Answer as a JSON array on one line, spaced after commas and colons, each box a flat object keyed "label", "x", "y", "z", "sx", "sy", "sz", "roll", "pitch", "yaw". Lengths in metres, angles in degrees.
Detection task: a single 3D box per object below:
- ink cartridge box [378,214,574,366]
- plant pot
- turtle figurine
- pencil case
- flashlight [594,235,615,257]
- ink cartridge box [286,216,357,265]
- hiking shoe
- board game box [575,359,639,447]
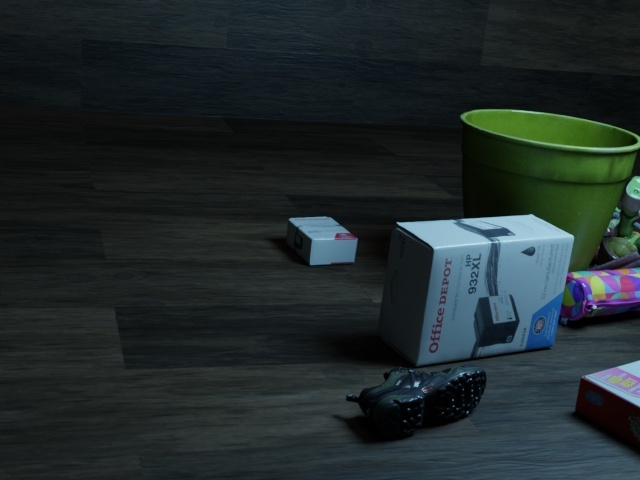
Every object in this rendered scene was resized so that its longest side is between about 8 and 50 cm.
[{"label": "ink cartridge box", "x": 0.276, "y": 0.084, "z": 1.657, "sx": 0.308, "sy": 0.223, "sz": 0.129, "roll": -4, "pitch": 22, "yaw": -27}, {"label": "plant pot", "x": 0.453, "y": -0.066, "z": 1.957, "sx": 0.367, "sy": 0.352, "sz": 0.366, "roll": 5, "pitch": 18, "yaw": -2}, {"label": "turtle figurine", "x": 0.703, "y": -0.018, "z": 2.006, "sx": 0.275, "sy": 0.266, "sz": 0.197, "roll": -2, "pitch": 54, "yaw": -6}, {"label": "pencil case", "x": 0.571, "y": 0.108, "z": 1.869, "sx": 0.236, "sy": 0.104, "sz": 0.104, "roll": -5, "pitch": 21, "yaw": -33}, {"label": "flashlight", "x": 0.598, "y": 0.014, "z": 2.182, "sx": 0.304, "sy": 0.103, "sz": 0.103, "roll": 11, "pitch": -11, "yaw": 2}, {"label": "ink cartridge box", "x": 0.000, "y": 0.000, "z": 2.074, "sx": 0.109, "sy": 0.063, "sz": 0.150, "roll": -2, "pitch": 20, "yaw": -23}, {"label": "hiking shoe", "x": 0.153, "y": 0.221, "z": 1.420, "sx": 0.227, "sy": 0.086, "sz": 0.114, "roll": -9, "pitch": 27, "yaw": -36}, {"label": "board game box", "x": 0.593, "y": 0.278, "z": 1.426, "sx": 0.242, "sy": 0.064, "sz": 0.316, "roll": -7, "pitch": 22, "yaw": -35}]
